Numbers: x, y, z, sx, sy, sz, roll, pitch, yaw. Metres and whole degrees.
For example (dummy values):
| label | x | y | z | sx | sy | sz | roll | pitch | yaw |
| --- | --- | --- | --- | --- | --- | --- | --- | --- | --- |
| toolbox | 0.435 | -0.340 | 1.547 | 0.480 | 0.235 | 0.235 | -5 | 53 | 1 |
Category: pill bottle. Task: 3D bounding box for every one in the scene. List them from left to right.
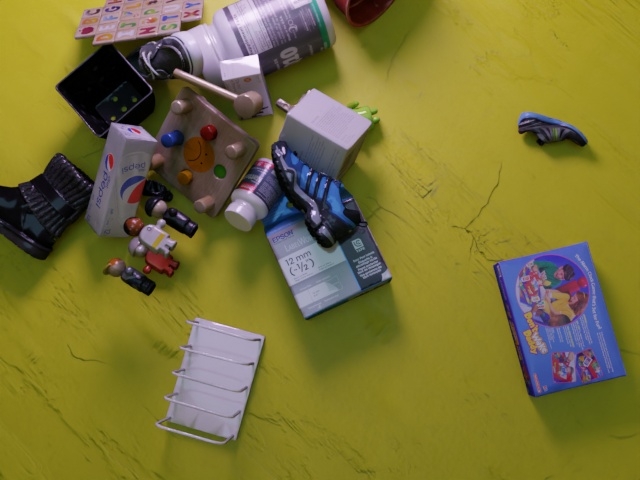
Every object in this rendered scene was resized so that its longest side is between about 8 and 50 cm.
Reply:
| label | x | y | z | sx | sy | sz | roll | pitch | yaw |
| --- | --- | --- | --- | --- | --- | --- | --- | --- | --- |
| pill bottle | -0.169 | -0.117 | 1.846 | 0.108 | 0.108 | 0.180 | 28 | 62 | 6 |
| pill bottle | -0.159 | -0.545 | 1.885 | 0.361 | 0.204 | 0.204 | -24 | 82 | 0 |

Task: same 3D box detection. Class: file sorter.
| label | x | y | z | sx | sy | sz | roll | pitch | yaw |
| --- | --- | --- | --- | --- | --- | --- | --- | --- | --- |
| file sorter | -0.277 | 0.349 | 1.782 | 0.193 | 0.173 | 0.277 | 15 | 83 | 4 |

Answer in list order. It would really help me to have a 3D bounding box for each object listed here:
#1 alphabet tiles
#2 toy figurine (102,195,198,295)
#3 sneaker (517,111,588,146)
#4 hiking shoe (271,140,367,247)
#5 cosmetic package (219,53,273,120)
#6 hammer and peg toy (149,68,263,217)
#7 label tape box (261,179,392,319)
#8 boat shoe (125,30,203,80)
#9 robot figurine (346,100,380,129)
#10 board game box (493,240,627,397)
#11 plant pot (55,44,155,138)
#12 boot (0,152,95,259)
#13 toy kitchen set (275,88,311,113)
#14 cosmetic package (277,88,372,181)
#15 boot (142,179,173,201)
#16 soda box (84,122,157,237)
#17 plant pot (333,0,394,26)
| label | x | y | z | sx | sy | sz | roll | pitch | yaw |
| --- | --- | --- | --- | --- | --- | --- | --- | --- | --- |
| alphabet tiles | -0.485 | -0.613 | 1.920 | 0.343 | 0.011 | 0.285 | -9 | 43 | 2 |
| toy figurine | -0.435 | 0.012 | 1.806 | 0.148 | 0.209 | 0.213 | 33 | 117 | 2 |
| sneaker | 0.615 | -0.285 | 1.887 | 0.188 | 0.067 | 0.078 | 18 | 105 | 4 |
| hiking shoe | -0.015 | -0.130 | 1.780 | 0.132 | 0.113 | 0.304 | -30 | 82 | -11 |
| cosmetic package | -0.188 | -0.392 | 1.845 | 0.099 | 0.239 | 0.060 | -12 | 75 | 1 |
| hammer and peg toy | -0.289 | -0.269 | 1.819 | 0.266 | 0.127 | 0.361 | 38 | 118 | 8 |
| label tape box | 0.000 | 0.000 | 1.847 | 0.249 | 0.115 | 0.347 | -25 | 83 | -1 |
| boat shoe | -0.410 | -0.458 | 1.837 | 0.119 | 0.335 | 0.121 | -28 | 110 | -27 |
| robot figurine | 0.101 | -0.323 | 1.909 | 0.115 | 0.067 | 0.101 | -14 | 94 | 1 |
| board game box | 0.603 | 0.199 | 1.804 | 0.234 | 0.078 | 0.347 | -13 | 82 | 1 |
| plant pot | -0.552 | -0.380 | 1.901 | 0.188 | 0.167 | 0.187 | -42 | 82 | -2 |
| boot | -0.786 | -0.144 | 1.895 | 0.348 | 0.131 | 0.260 | 37 | 92 | -3 |
| toy kitchen set | -0.069 | -0.387 | 1.926 | 0.075 | 0.068 | 0.083 | 34 | 85 | 7 |
| cosmetic package | 0.005 | -0.263 | 1.836 | 0.184 | 0.151 | 0.151 | 32 | 47 | 7 |
| boot | -0.455 | -0.140 | 1.896 | 0.121 | 0.099 | 0.045 | 23 | 84 | 6 |
| soda box | -0.517 | -0.152 | 1.832 | 0.098 | 0.091 | 0.286 | 40 | 117 | 39 |
| plant pot | 0.071 | -0.761 | 1.888 | 0.265 | 0.272 | 0.272 | 43 | 86 | 16 |
